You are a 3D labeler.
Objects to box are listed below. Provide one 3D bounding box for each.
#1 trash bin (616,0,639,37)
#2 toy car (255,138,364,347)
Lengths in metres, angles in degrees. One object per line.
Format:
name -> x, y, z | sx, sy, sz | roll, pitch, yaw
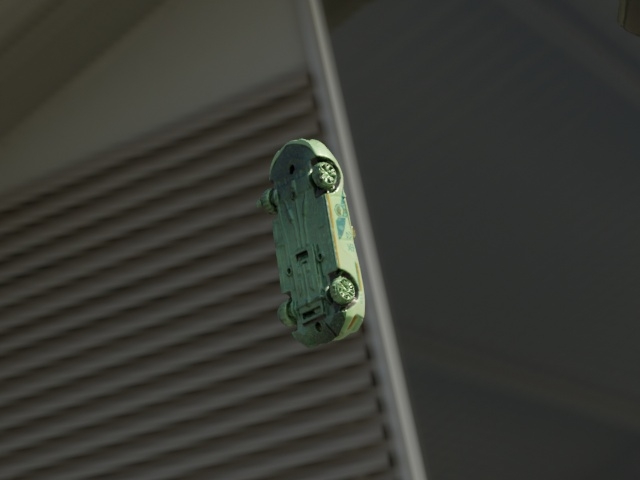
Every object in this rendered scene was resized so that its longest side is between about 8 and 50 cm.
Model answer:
trash bin -> 0.397, -0.304, 1.695 | 0.122, 0.240, 0.164 | 30, -12, 13
toy car -> 0.000, 0.000, 1.554 | 0.058, 0.186, 0.093 | 3, -20, -38
